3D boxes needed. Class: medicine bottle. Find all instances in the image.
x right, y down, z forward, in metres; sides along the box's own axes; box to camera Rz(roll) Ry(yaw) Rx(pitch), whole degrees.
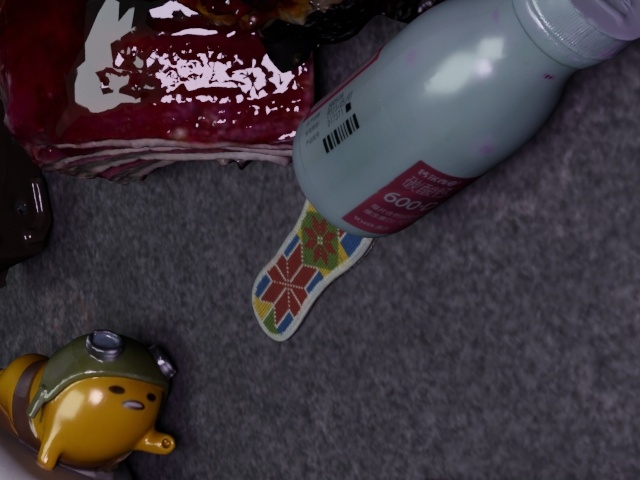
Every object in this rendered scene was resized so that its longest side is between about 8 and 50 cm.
[{"bbox_3d":[0.076,-0.081,0.764,0.216,0.090,0.090,-36,71,47],"label":"medicine bottle"}]

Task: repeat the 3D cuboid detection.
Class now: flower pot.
[{"bbox_3d":[-0.295,-0.077,1.167,0.084,0.179,0.251,-12,90,26],"label":"flower pot"}]

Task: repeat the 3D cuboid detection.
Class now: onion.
[{"bbox_3d":[-0.145,-0.171,0.966,0.314,0.146,0.280,-7,92,54],"label":"onion"}]

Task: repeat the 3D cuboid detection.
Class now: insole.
[{"bbox_3d":[0.000,0.000,0.938,0.065,0.006,0.193,58,136,23],"label":"insole"}]

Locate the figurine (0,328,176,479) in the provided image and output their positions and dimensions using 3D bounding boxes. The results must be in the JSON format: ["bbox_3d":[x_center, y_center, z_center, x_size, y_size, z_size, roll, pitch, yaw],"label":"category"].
[{"bbox_3d":[-0.201,0.113,1.123,0.250,0.166,0.141,38,103,54],"label":"figurine"}]

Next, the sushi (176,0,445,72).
[{"bbox_3d":[-0.013,-0.183,0.758,0.172,0.150,0.153,-29,75,27],"label":"sushi"}]
